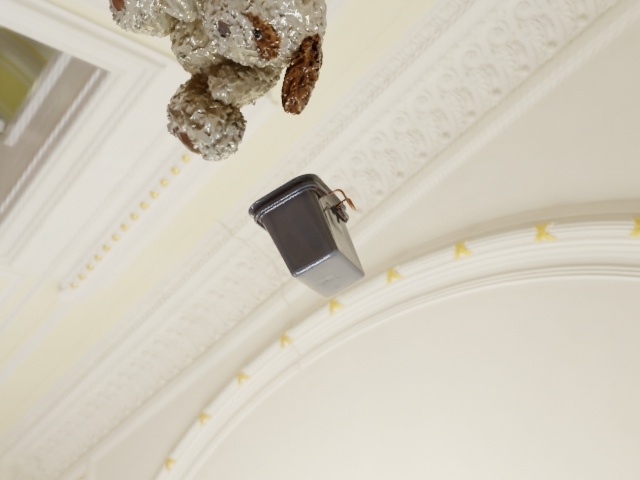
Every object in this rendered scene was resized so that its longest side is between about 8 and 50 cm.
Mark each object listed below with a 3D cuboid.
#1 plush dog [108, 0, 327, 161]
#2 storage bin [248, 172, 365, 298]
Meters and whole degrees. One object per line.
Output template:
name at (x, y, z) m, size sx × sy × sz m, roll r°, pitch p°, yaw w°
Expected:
plush dog at (-0.083, -0.246, 0.883) m, size 0.225 × 0.210 × 0.263 m, roll -7°, pitch -68°, yaw 48°
storage bin at (0.000, 0.000, 0.837) m, size 0.098 × 0.135 × 0.091 m, roll -30°, pitch -114°, yaw 9°
